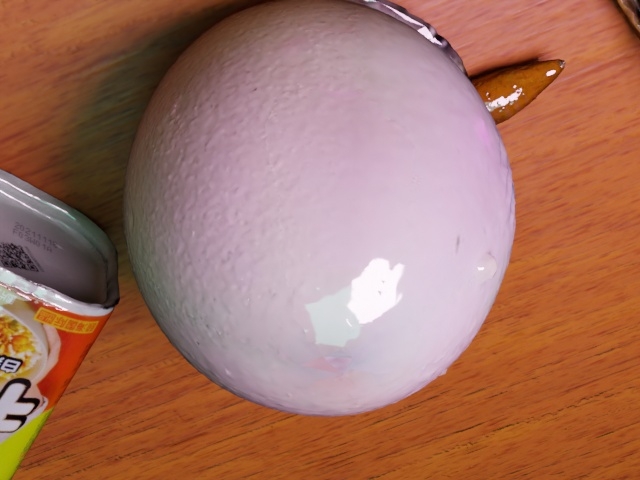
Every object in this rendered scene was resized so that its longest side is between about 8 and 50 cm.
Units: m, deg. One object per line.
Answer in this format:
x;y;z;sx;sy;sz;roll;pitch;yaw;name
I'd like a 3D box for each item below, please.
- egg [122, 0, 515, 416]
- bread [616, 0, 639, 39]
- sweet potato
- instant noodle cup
0.000;0.000;0.722;0.355;0.339;0.354;-1;124;-1;egg
0.408;-0.243;0.704;0.204;0.337;0.358;-44;124;-8;bread
0.129;-0.125;0.877;0.265;0.057;0.057;-24;124;14;sweet potato
-0.365;0.102;0.829;0.294;0.294;0.308;31;107;-26;instant noodle cup
